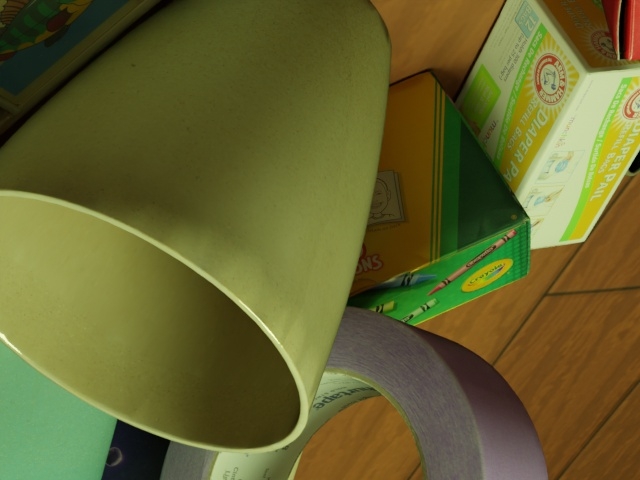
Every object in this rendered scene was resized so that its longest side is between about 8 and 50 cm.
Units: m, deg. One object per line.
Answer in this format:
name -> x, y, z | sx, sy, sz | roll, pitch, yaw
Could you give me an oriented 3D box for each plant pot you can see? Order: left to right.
plant pot -> -0.236, 0.074, 1.339 | 0.166, 0.165, 0.234 | -2, 131, -36
plant pot -> -0.067, -0.047, 1.192 | 0.256, 0.256, 0.274 | 86, 28, -55

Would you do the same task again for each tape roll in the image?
tape roll -> 0.017, 0.187, 1.266 | 0.275, 0.275, 0.090 | -42, 145, 20

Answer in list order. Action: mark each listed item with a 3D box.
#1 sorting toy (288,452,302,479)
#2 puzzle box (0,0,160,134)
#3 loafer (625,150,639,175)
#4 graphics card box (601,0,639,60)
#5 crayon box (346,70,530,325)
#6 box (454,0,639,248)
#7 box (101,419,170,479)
sorting toy -> -0.094, 0.205, 1.736 | 0.193, 0.038, 0.208 | -11, 144, -27
puzzle box -> -0.186, -0.205, 1.088 | 0.409, 0.052, 0.272 | -38, 146, 14
loafer -> 0.295, -0.165, 1.482 | 0.096, 0.084, 0.267 | -4, 140, -34
graphics card box -> 0.355, -0.238, 1.189 | 0.371, 0.233, 0.094 | -5, 136, 1
crayon box -> 0.000, 0.000, 1.408 | 0.278, 0.165, 0.081 | -24, 146, -9
box -> 0.184, -0.099, 1.461 | 0.103, 0.114, 0.203 | -7, 140, -31
box -> -0.156, 0.176, 1.489 | 0.153, 0.207, 0.108 | -35, 147, 8
